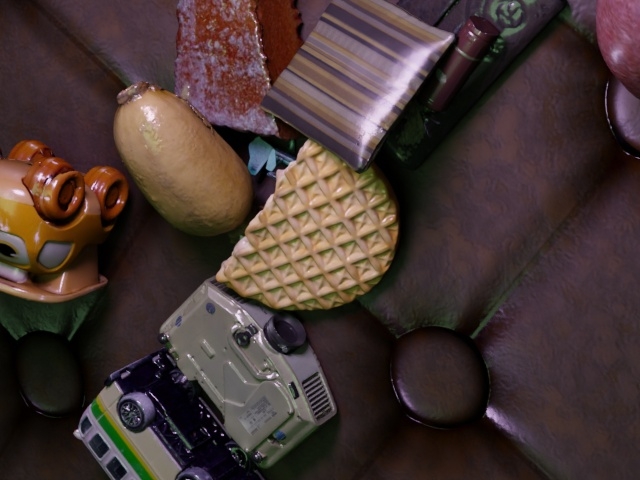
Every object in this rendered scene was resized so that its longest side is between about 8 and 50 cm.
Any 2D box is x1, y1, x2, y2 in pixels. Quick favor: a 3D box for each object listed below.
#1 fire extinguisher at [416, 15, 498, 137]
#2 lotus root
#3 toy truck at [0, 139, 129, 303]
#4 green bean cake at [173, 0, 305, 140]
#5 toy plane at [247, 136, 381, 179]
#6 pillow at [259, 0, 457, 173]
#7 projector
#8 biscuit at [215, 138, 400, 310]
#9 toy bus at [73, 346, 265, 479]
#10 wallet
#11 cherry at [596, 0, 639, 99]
[{"bbox_3d":[0.161,-0.215,1.738,0.078,0.045,0.157,56,127,33],"label":"fire extinguisher"},{"bbox_3d":[-0.185,-0.095,1.885,0.146,0.131,0.303,25,160,50],"label":"lotus root"},{"bbox_3d":[-0.419,-0.035,2.034,0.204,0.288,0.211,18,99,23],"label":"toy truck"},{"bbox_3d":[-0.100,-0.265,1.885,0.199,0.097,0.232,10,107,28],"label":"green bean cake"},{"bbox_3d":[0.002,-0.089,1.900,0.235,0.060,0.096,28,128,16],"label":"toy plane"},{"bbox_3d":[0.045,-0.214,1.758,0.208,0.052,0.212,37,94,39],"label":"pillow"},{"bbox_3d":[-0.104,0.184,2.007,0.269,0.088,0.193,51,124,9],"label":"projector"},{"bbox_3d":[0.000,0.000,1.877,0.205,0.040,0.309,29,127,-10],"label":"biscuit"},{"bbox_3d":[-0.224,0.340,2.083,0.305,0.143,0.179,51,123,8],"label":"toy bus"},{"bbox_3d":[0.156,-0.251,1.775,0.170,0.044,0.321,47,120,9],"label":"wallet"},{"bbox_3d":[0.427,-0.266,1.504,0.307,0.261,0.221,123,143,-55],"label":"cherry"}]
